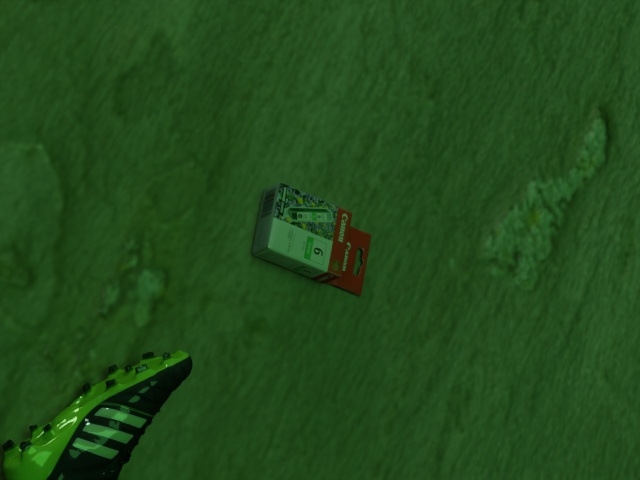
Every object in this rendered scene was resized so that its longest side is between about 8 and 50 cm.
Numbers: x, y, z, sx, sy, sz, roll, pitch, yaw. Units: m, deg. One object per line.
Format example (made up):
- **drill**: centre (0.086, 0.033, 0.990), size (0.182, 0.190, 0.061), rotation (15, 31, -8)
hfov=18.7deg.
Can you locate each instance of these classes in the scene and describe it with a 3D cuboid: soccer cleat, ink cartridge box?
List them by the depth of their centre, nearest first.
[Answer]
- **soccer cleat**: centre (-0.165, 0.148, 1.500), size (0.179, 0.060, 0.072), rotation (-35, 108, -29)
- **ink cartridge box**: centre (0.000, 0.000, 1.665), size (0.115, 0.029, 0.063), rotation (22, 65, -28)
